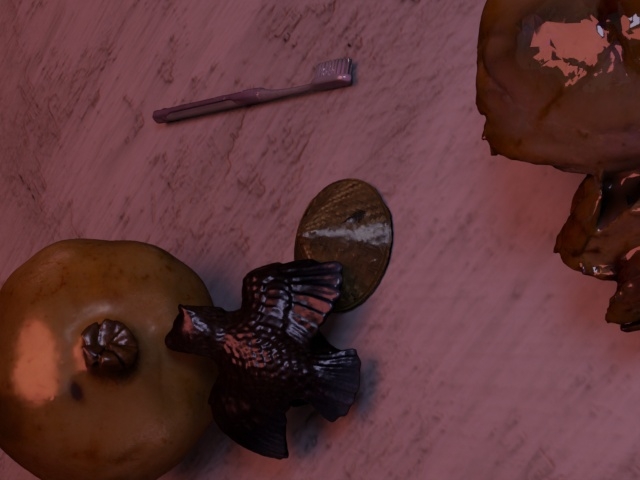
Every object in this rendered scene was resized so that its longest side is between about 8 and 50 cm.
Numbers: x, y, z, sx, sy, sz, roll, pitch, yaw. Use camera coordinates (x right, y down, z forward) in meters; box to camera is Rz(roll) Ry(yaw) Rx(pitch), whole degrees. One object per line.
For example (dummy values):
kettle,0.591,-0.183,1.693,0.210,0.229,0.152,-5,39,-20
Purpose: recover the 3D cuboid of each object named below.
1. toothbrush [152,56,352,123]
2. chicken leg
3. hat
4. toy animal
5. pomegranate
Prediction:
toothbrush,-0.092,-0.177,1.182,0.354,0.024,0.029,-4,73,45
chicken leg,0.295,-0.065,0.696,0.409,0.182,0.295,12,99,30
hat,0.000,0.000,1.016,0.146,0.067,0.146,-13,72,43
toy animal,-0.059,0.112,0.975,0.116,0.179,0.219,-143,71,-70
pomegranate,-0.251,0.142,1.104,0.307,0.307,0.307,-13,72,43
